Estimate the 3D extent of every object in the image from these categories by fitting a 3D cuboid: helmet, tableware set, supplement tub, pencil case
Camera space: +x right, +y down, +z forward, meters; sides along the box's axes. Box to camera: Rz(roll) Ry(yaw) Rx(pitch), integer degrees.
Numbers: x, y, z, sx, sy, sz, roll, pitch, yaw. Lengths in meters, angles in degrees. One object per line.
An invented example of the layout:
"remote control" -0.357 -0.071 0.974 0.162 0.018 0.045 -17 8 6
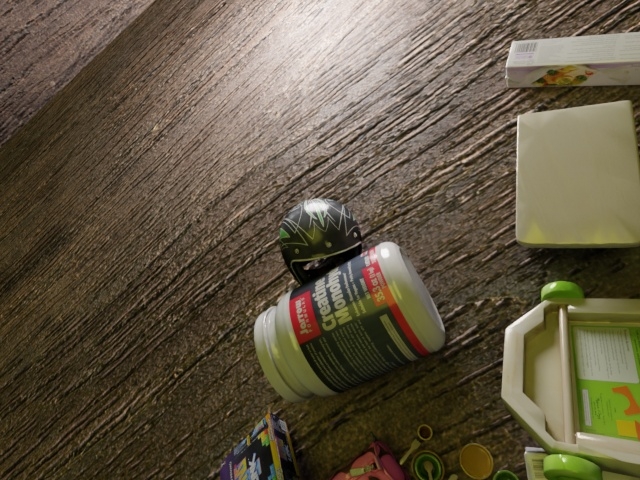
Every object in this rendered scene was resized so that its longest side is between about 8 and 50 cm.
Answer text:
"helmet" 0.000 0.000 0.760 0.170 0.161 0.169 -5 41 5
"tableware set" 0.203 0.336 0.592 0.154 0.024 0.104 34 68 28
"supplement tub" 0.047 0.140 0.680 0.272 0.191 0.191 -29 59 14
"pencil case" 0.034 0.402 0.632 0.209 0.098 0.095 -43 56 6

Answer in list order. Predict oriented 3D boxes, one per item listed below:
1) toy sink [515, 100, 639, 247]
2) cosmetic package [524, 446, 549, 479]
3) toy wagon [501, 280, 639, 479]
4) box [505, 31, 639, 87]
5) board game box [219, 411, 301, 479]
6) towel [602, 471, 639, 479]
"toy sink" 0.389 -0.073 0.628 0.153 0.131 0.234 -1 64 28
"cosmetic package" 0.303 0.389 0.496 0.061 0.099 0.238 -10 66 22
"toy wagon" 0.404 0.168 0.476 0.345 0.068 0.267 -4 43 31
"box" 0.503 -0.315 0.710 0.324 0.063 0.067 11 76 31
"board game box" -0.105 0.404 0.685 0.141 0.048 0.170 -46 23 1
"towel" 0.494 0.263 0.487 0.285 0.034 0.209 22 81 33
